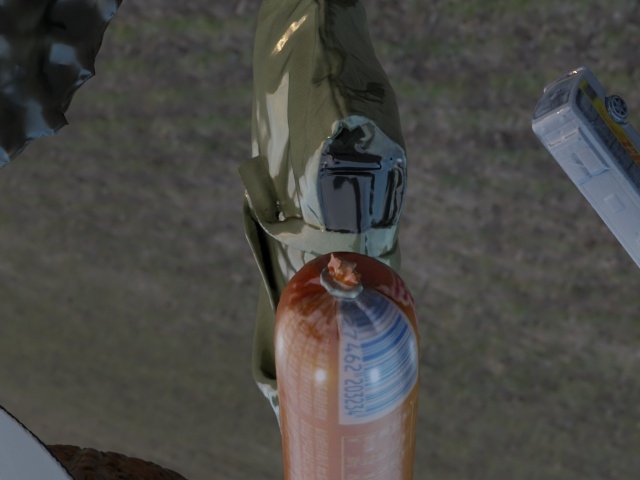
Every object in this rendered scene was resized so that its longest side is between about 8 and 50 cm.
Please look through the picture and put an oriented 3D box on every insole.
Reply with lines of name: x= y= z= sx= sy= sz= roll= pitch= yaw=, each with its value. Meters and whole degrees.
insole: x=-0.155 y=0.064 z=0.671 sx=0.232 sy=0.003 sz=0.080 roll=23 pitch=139 yaw=41

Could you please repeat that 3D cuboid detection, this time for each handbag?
handbag: x=0.001 y=-0.001 z=1.168 sx=0.109 sy=0.316 sz=0.253 roll=-1 pitch=-149 yaw=-7

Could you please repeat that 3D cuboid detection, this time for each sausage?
sausage: x=0.014 y=0.076 z=0.849 sx=0.071 sy=0.071 sz=0.234 roll=22 pitch=149 yaw=14

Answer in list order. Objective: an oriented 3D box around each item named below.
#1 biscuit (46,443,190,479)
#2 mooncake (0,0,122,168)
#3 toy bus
biscuit: x=-0.138 y=0.186 z=1.215 sx=0.187 sy=0.027 sz=0.188 roll=19 pitch=-170 yaw=-3
mooncake: x=-0.190 y=-0.125 z=0.746 sx=0.124 sy=0.228 sz=0.228 roll=10 pitch=161 yaw=49
toy bus: x=0.267 y=-0.062 z=1.574 sx=0.190 sy=0.075 sz=0.064 roll=50 pitch=136 yaw=-12
